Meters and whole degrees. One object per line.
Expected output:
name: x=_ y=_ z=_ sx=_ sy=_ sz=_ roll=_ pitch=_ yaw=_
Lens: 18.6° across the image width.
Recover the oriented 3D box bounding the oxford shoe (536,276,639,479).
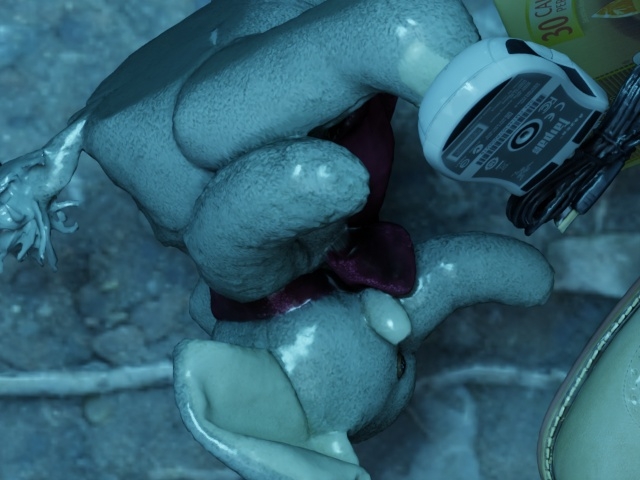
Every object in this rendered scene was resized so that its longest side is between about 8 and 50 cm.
oxford shoe: x=0.286 y=0.043 z=1.094 sx=0.397 sy=0.146 sz=0.140 roll=-41 pitch=101 yaw=14

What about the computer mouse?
computer mouse: x=0.095 y=-0.057 z=0.886 sx=0.106 sy=0.193 sz=0.042 roll=-45 pitch=64 yaw=15

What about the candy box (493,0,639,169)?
candy box: x=0.179 y=-0.137 z=0.967 sx=0.183 sy=0.316 sz=0.087 roll=-20 pitch=71 yaw=9

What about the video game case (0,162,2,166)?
video game case: x=-0.368 y=-0.054 z=1.164 sx=0.275 sy=0.035 sz=0.248 roll=-36 pitch=101 yaw=12

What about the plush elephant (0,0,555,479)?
plush elephant: x=0.000 y=0.000 z=1.047 sx=0.330 sy=0.272 sz=0.255 roll=-32 pitch=110 yaw=10
